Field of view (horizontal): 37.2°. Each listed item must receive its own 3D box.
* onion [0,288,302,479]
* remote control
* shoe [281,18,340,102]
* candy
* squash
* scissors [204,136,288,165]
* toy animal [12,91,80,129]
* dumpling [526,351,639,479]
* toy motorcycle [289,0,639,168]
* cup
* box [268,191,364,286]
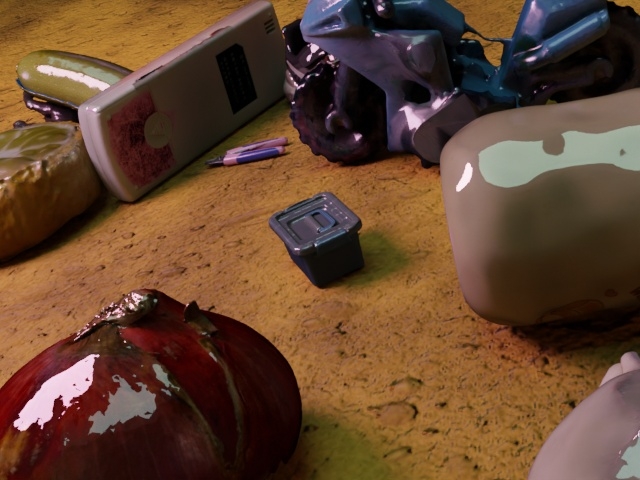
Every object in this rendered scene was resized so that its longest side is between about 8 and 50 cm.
[{"bbox_3d":[-0.135,0.129,0.691,0.248,0.161,0.248,-22,-8,-3],"label":"onion"},{"bbox_3d":[-0.170,-0.193,1.281,0.050,0.145,0.344,16,43,39],"label":"remote control"},{"bbox_3d":[0.014,-0.231,1.273,0.099,0.112,0.227,-30,29,-21],"label":"shoe"},{"bbox_3d":[-0.407,-0.069,1.245,0.260,0.118,0.260,-12,25,6],"label":"candy"},{"bbox_3d":[-0.307,-0.217,1.412,0.341,0.094,0.094,20,43,20],"label":"squash"},{"bbox_3d":[-0.097,-0.113,1.235,0.113,0.012,0.039,-11,30,14],"label":"scissors"},{"bbox_3d":[-0.397,-0.196,1.504,0.148,0.084,0.232,29,46,32],"label":"toy animal"},{"bbox_3d":[0.197,0.161,0.479,0.193,0.147,0.258,36,35,8],"label":"dumpling"},{"bbox_3d":[0.148,-0.215,1.045,0.416,0.232,0.172,-8,28,17],"label":"toy motorcycle"},{"bbox_3d":[0.210,-0.048,0.784,0.202,0.173,0.255,-10,31,13],"label":"cup"},{"bbox_3d":[0.000,0.000,0.945,0.074,0.054,0.099,-26,30,-10],"label":"box"}]
